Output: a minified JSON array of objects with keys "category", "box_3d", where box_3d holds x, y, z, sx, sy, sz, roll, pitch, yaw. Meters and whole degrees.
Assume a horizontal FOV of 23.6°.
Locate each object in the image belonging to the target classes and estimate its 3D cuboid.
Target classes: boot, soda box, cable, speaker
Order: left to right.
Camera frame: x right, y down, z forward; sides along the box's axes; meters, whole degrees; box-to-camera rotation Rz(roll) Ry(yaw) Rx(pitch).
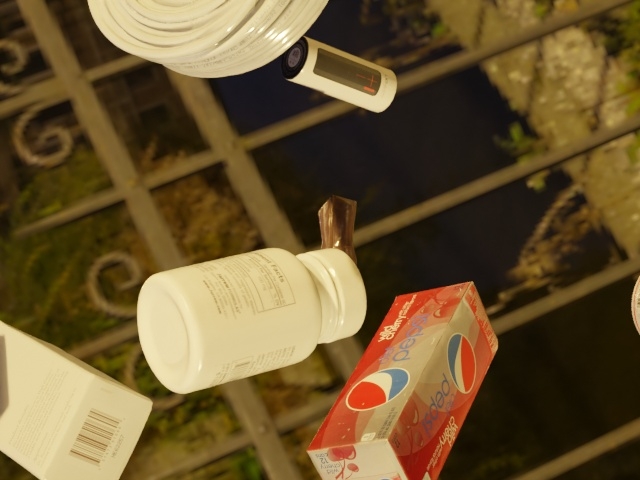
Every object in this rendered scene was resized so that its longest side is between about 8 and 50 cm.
[{"category":"cable","box_3d":[-0.095,-0.274,1.390,0.089,0.257,0.257,25,-129,-56]},{"category":"boot","box_3d":[0.000,0.000,2.028,0.037,0.106,0.114,43,-139,-63]},{"category":"speaker","box_3d":[0.023,-0.194,1.794,0.055,0.136,0.055,-27,55,46]},{"category":"soda box","box_3d":[0.085,0.148,1.470,0.092,0.263,0.083,-13,115,32]}]

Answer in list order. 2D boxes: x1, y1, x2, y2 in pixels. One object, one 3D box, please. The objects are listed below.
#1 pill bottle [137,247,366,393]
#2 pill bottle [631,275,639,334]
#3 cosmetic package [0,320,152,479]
[{"category":"pill bottle","box_3d":[-0.071,0.078,1.659,0.131,0.229,0.131,24,119,51]},{"category":"pill bottle","box_3d":[0.278,0.047,1.063,0.160,0.087,0.087,158,90,-86]},{"category":"cosmetic package","box_3d":[-0.279,0.171,1.567,0.085,0.117,0.231,30,174,-36]}]
